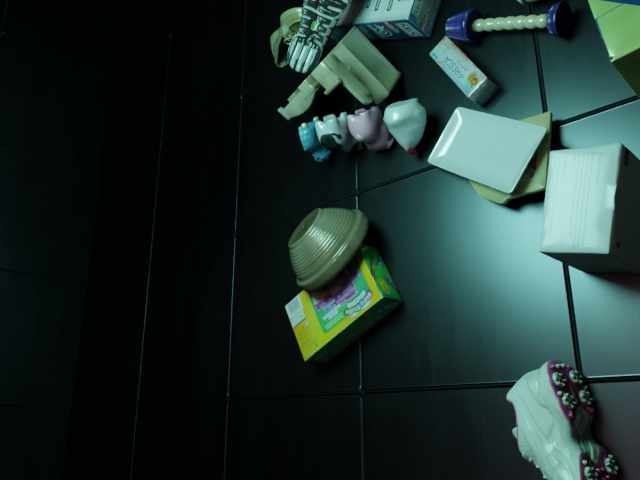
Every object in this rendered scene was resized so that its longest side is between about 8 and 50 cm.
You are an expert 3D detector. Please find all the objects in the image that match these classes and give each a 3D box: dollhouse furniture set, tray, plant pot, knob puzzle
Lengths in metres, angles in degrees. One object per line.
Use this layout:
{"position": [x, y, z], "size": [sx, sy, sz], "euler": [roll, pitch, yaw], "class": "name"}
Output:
{"position": [0.019, -0.360, 1.548], "size": [0.355, 0.174, 0.303], "euler": [-36, 16, 45], "class": "dollhouse furniture set"}
{"position": [0.348, -0.193, 1.240], "size": [0.145, 0.030, 0.270], "euler": [-63, 34, 6], "class": "tray"}
{"position": [0.000, 0.000, 1.419], "size": [0.237, 0.110, 0.237], "euler": [-47, 14, 15], "class": "plant pot"}
{"position": [0.389, -0.159, 1.217], "size": [0.213, 0.030, 0.213], "euler": [-31, 48, 41], "class": "knob puzzle"}

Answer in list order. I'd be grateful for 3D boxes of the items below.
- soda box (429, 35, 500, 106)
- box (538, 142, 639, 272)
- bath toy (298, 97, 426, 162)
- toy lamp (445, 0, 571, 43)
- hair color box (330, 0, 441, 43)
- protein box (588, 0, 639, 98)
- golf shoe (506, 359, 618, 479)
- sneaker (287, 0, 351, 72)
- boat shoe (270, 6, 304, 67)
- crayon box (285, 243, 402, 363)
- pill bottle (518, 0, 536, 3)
{"position": [0.324, -0.385, 1.331], "size": [0.058, 0.063, 0.183], "euler": [-46, 49, 25], "class": "soda box"}
{"position": [0.473, -0.047, 0.993], "size": [0.119, 0.182, 0.181], "euler": [1, 78, 47], "class": "box"}
{"position": [0.114, -0.265, 1.460], "size": [0.348, 0.151, 0.129], "euler": [0, 115, 42], "class": "bath toy"}
{"position": [0.396, -0.472, 1.277], "size": [0.275, 0.080, 0.080], "euler": [14, 88, 47], "class": "toy lamp"}
{"position": [0.151, -0.626, 1.548], "size": [0.347, 0.105, 0.174], "euler": [17, 89, 46], "class": "hair color box"}
{"position": [0.588, -0.351, 0.959], "size": [0.200, 0.201, 0.136], "euler": [-24, 61, 38], "class": "protein box"}
{"position": [0.409, 0.365, 0.993], "size": [0.140, 0.115, 0.306], "euler": [-39, 46, 43], "class": "golf shoe"}
{"position": [-0.002, -0.559, 1.499], "size": [0.281, 0.106, 0.162], "euler": [-61, 2, 10], "class": "sneaker"}
{"position": [-0.078, -0.602, 1.739], "size": [0.285, 0.104, 0.089], "euler": [166, 102, -73], "class": "boat shoe"}
{"position": [0.049, 0.155, 1.420], "size": [0.278, 0.081, 0.165], "euler": [-43, 51, 27], "class": "crayon box"}
{"position": [0.489, -0.556, 1.193], "size": [0.184, 0.103, 0.103], "euler": [0, 78, 45], "class": "pill bottle"}
